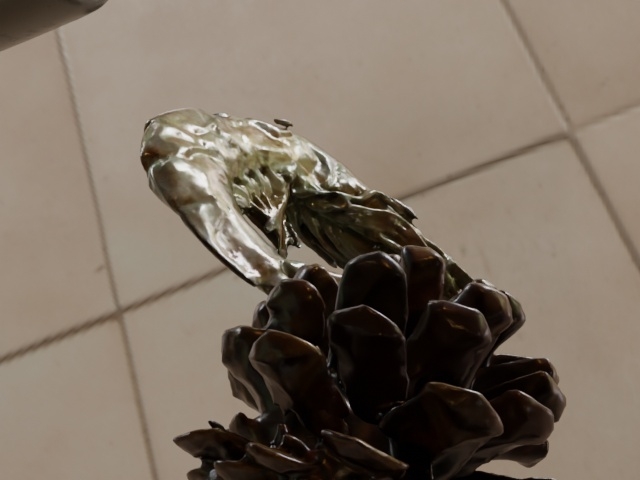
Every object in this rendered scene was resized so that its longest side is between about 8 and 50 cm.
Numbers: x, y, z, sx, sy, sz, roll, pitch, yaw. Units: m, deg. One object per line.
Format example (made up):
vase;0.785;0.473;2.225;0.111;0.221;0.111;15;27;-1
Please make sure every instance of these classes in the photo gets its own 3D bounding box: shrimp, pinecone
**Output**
shrimp;0.000;0.000;1.240;0.085;0.360;0.247;-54;13;27
pinecone;0.036;0.120;0.900;0.264;0.264;0.264;-9;55;13

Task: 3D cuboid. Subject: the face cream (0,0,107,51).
face cream;-0.225;-0.149;0.919;0.314;0.089;0.143;-27;11;30
